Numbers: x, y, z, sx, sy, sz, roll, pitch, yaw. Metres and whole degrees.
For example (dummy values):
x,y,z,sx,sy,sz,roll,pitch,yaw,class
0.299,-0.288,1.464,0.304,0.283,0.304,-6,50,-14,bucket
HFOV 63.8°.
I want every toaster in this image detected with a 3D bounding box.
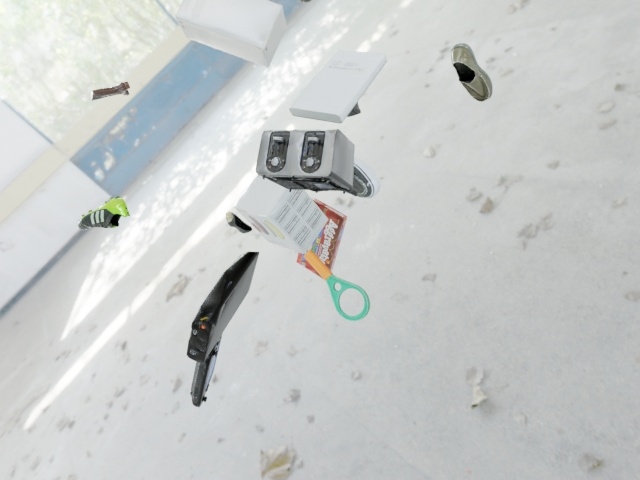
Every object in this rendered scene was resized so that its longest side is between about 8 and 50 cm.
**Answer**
x,y,z,sx,sy,sz,roll,pitch,yaw,class
-0.020,-0.164,1.082,0.168,0.185,0.110,5,85,22,toaster

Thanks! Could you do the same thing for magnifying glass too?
x,y,z,sx,sy,sz,roll,pitch,yaw,class
0.039,0.115,1.354,0.092,0.026,0.231,-48,70,16,magnifying glass

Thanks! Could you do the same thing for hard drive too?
x,y,z,sx,sy,sz,roll,pitch,yaw,class
0.059,-0.513,1.690,0.203,0.040,0.307,18,62,32,hard drive

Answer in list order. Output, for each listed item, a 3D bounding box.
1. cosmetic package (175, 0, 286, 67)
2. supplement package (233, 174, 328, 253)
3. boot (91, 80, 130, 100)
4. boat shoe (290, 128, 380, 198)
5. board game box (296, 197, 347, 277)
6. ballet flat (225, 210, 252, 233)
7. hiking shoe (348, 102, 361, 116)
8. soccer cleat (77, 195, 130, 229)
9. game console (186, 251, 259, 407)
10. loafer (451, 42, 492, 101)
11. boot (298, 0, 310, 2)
x,y,z,sx,sy,sz,roll,pitch,yaw,class
-0.335,-0.832,1.960,0.155,0.365,0.197,77,-143,-81,cosmetic package
-0.126,-0.089,1.650,0.194,0.203,0.149,15,65,46,supplement package
-0.629,-0.438,1.527,0.114,0.037,0.106,-27,9,-21,boot
0.011,-0.192,1.374,0.105,0.306,0.113,-48,-10,-41,boat shoe
0.000,0.000,1.813,0.145,0.281,0.027,30,39,21,board game box
-0.309,-0.071,1.926,0.049,0.173,0.057,-7,72,15,ballet flat
0.086,-0.554,1.937,0.086,0.227,0.114,-15,75,14,hiking shoe
-0.605,-0.058,1.427,0.179,0.072,0.060,-25,1,24,soccer cleat
-0.210,0.195,1.046,0.213,0.044,0.361,-62,-6,-52,game console
0.523,-0.572,1.808,0.094,0.251,0.087,-4,54,46,loafer
-0.097,-0.506,0.882,0.085,0.236,0.178,-38,19,21,boot
